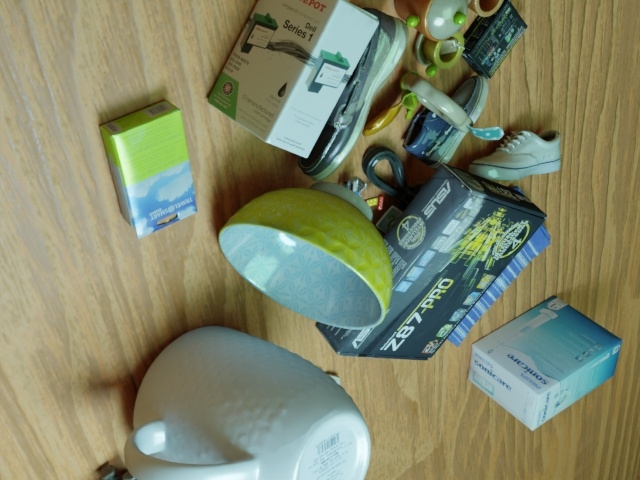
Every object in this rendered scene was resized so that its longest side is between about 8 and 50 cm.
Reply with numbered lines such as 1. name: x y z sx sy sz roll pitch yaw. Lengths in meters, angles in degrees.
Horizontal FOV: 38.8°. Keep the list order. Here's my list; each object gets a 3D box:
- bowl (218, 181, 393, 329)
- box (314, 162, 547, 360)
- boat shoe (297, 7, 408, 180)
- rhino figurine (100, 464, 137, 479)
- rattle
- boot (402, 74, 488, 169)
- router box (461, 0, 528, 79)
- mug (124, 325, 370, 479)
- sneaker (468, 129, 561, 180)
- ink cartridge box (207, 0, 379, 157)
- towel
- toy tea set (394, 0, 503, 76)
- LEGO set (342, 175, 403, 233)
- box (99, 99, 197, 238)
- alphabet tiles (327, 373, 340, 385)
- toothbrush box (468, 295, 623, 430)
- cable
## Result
1. bowl: 0.000 0.000 1.448 0.156 0.290 0.289 -62 145 -24
2. box: 0.214 0.055 1.720 0.318 0.097 0.395 14 119 -50
3. boat shoe: 0.031 -0.231 1.419 0.092 0.103 0.285 21 107 -36
4. rhino figurine: -0.261 0.381 1.606 0.243 0.073 0.106 -34 133 -22
5. rattle: 0.198 -0.185 1.548 0.200 0.130 0.142 36 79 -25
6. boot: 0.225 -0.225 1.624 0.086 0.069 0.190 28 89 -34
7. router box: 0.306 -0.363 1.620 0.122 0.038 0.092 -54 139 3
8. mug: -0.128 0.311 1.426 0.374 0.328 0.276 -7 105 -45
9. sneaker: 0.386 -0.174 1.809 0.258 0.094 0.091 -14 109 -42
10. ink cartridge box: -0.041 -0.253 1.281 0.093 0.160 0.219 16 106 -48
11. towel: 0.360 0.062 1.981 0.336 0.040 0.243 -49 139 -4
12. toy tea set: 0.266 -0.423 1.471 0.336 0.124 0.200 -53 140 2
13. LEGO set: 0.056 -0.007 1.614 0.182 0.060 0.244 -50 133 6
14. box: -0.241 -0.100 1.296 0.109 0.042 0.178 -27 134 -26
15. alphabet tiles: -0.081 0.371 1.807 0.284 0.021 0.278 25 100 -49
16. toothbrush box: 0.534 0.286 2.171 0.296 0.216 0.126 -25 133 -30
17. cable: 0.159 -0.090 1.692 0.287 0.072 0.139 25 118 -37
